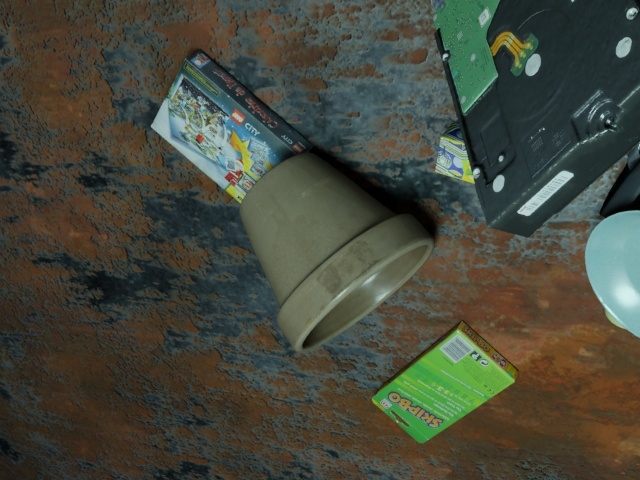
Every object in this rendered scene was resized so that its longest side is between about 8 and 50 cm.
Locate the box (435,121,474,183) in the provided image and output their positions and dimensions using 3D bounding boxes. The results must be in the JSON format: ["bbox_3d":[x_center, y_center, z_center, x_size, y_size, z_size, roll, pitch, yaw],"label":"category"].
[{"bbox_3d":[0.246,-0.104,1.118,0.169,0.054,0.059,19,129,18],"label":"box"}]

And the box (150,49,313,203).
[{"bbox_3d":[-0.144,-0.166,1.313,0.233,0.044,0.159,41,132,0],"label":"box"}]

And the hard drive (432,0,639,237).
[{"bbox_3d":[0.224,-0.204,0.835,0.064,0.339,0.237,13,139,-26],"label":"hard drive"}]

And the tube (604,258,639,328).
[{"bbox_3d":[0.426,0.018,1.064,0.070,0.062,0.240,28,141,26],"label":"tube"}]

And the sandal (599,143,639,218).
[{"bbox_3d":[0.392,-0.126,0.988,0.054,0.097,0.254,29,131,10],"label":"sandal"}]

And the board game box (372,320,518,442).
[{"bbox_3d":[0.202,0.247,1.396,0.124,0.039,0.259,42,129,0],"label":"board game box"}]

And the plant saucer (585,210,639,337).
[{"bbox_3d":[0.416,0.043,1.004,0.195,0.037,0.195,35,143,32],"label":"plant saucer"}]

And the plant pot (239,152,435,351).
[{"bbox_3d":[0.000,0.000,1.227,0.229,0.263,0.263,51,133,13],"label":"plant pot"}]
